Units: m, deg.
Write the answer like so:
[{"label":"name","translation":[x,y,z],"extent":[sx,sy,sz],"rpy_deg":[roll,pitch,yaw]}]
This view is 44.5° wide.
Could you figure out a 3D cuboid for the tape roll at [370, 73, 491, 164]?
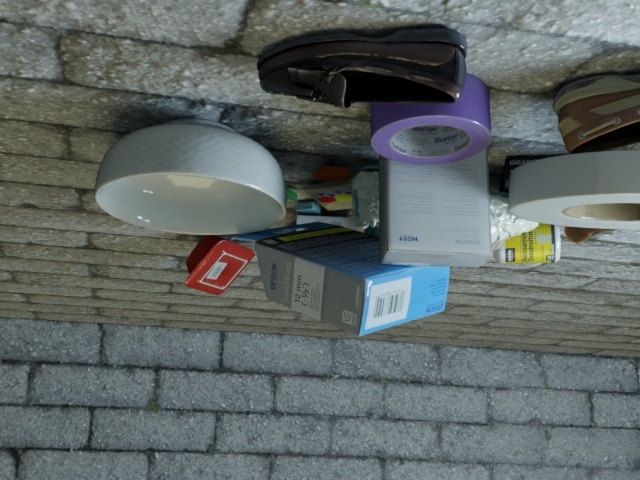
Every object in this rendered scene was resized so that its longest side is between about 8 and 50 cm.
[{"label":"tape roll","translation":[0.173,-0.191,1.240],"extent":[0.189,0.080,0.189],"rpy_deg":[1,162,0]}]

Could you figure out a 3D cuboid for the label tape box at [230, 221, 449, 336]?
[{"label":"label tape box","translation":[0.031,0.059,1.487],"extent":[0.348,0.115,0.249],"rpy_deg":[16,-162,41]}]

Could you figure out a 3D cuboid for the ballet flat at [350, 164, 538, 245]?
[{"label":"ballet flat","translation":[0.242,-0.039,1.517],"extent":[0.409,0.146,0.147],"rpy_deg":[11,161,-16]}]

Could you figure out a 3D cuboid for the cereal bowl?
[{"label":"cereal bowl","translation":[-0.225,-0.121,1.398],"extent":[0.339,0.141,0.339],"rpy_deg":[1,163,0]}]

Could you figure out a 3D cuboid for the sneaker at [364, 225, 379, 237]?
[{"label":"sneaker","translation":[0.225,0.002,1.819],"extent":[0.208,0.127,0.319],"rpy_deg":[-7,177,-12]}]

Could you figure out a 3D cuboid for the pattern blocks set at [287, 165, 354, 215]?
[{"label":"pattern blocks set","translation":[0.076,-0.102,1.635],"extent":[0.325,0.026,0.285],"rpy_deg":[-3,163,14]}]

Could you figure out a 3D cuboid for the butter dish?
[{"label":"butter dish","translation":[-0.279,0.044,2.018],"extent":[0.160,0.118,0.160],"rpy_deg":[-49,148,11]}]

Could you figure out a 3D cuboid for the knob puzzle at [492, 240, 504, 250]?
[{"label":"knob puzzle","translation":[0.319,0.030,1.690],"extent":[0.213,0.029,0.213],"rpy_deg":[-17,163,-5]}]

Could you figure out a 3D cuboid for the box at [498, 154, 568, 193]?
[{"label":"box","translation":[0.448,-0.105,1.555],"extent":[0.175,0.051,0.220],"rpy_deg":[-1,163,9]}]

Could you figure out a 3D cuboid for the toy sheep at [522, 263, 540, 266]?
[{"label":"toy sheep","translation":[0.515,0.025,1.922],"extent":[0.091,0.091,0.132],"rpy_deg":[-7,-166,27]}]

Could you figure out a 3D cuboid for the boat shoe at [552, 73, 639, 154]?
[{"label":"boat shoe","translation":[0.515,-0.189,1.155],"extent":[0.325,0.116,0.123],"rpy_deg":[-8,161,28]}]

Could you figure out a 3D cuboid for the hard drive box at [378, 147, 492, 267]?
[{"label":"hard drive box","translation":[0.194,-0.077,1.356],"extent":[0.181,0.232,0.089],"rpy_deg":[3,163,-5]}]

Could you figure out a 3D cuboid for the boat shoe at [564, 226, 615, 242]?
[{"label":"boat shoe","translation":[0.611,-0.056,1.696],"extent":[0.073,0.073,0.207],"rpy_deg":[-33,179,-22]}]

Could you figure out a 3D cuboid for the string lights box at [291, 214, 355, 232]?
[{"label":"string lights box","translation":[0.000,0.000,1.845],"extent":[0.134,0.076,0.259],"rpy_deg":[2,171,-4]}]

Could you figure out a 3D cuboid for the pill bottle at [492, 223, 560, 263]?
[{"label":"pill bottle","translation":[0.460,0.003,1.825],"extent":[0.184,0.103,0.103],"rpy_deg":[-3,163,12]}]

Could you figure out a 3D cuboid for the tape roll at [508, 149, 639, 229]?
[{"label":"tape roll","translation":[0.515,-0.077,1.314],"extent":[0.392,0.071,0.392],"rpy_deg":[3,173,0]}]

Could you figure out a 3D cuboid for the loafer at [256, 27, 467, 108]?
[{"label":"loafer","translation":[0.052,-0.229,1.094],"extent":[0.303,0.095,0.109],"rpy_deg":[-3,163,15]}]
